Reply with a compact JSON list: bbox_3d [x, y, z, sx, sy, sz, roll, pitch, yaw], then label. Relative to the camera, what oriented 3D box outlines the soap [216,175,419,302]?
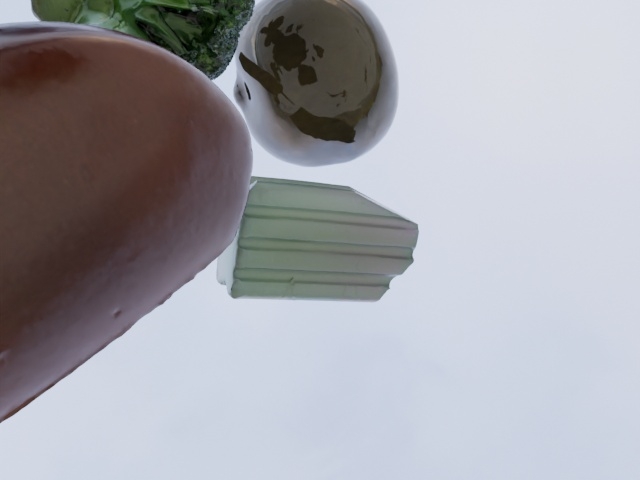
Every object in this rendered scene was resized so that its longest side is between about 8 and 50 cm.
[{"bbox_3d":[0.000,0.000,1.189,0.347,0.115,0.208,4,-77,-23],"label":"soap"}]

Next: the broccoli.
[{"bbox_3d":[-0.231,-0.339,0.885,0.298,0.297,0.297,7,-72,23],"label":"broccoli"}]

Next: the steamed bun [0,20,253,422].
[{"bbox_3d":[-0.256,-0.046,0.532,0.235,0.248,0.379,22,-128,43],"label":"steamed bun"}]

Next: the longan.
[{"bbox_3d":[-0.013,-0.321,1.288,0.361,0.361,0.360,0,-100,-1],"label":"longan"}]
